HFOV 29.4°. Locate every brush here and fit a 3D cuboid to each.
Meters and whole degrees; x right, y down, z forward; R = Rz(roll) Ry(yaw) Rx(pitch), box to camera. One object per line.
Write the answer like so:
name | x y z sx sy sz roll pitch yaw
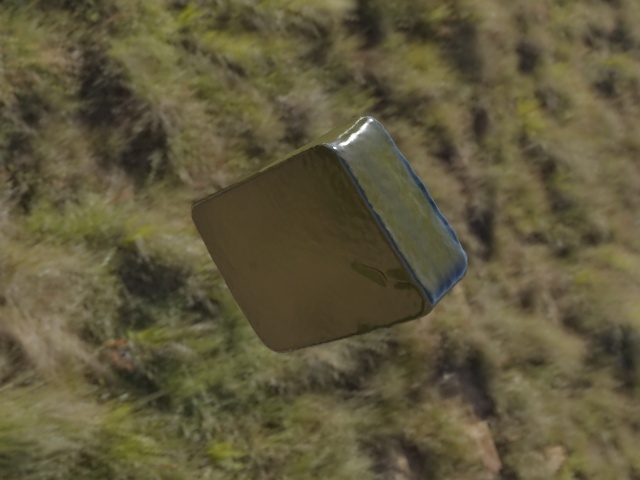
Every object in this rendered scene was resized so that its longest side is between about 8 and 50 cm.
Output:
brush | 0.000 0.000 0.793 0.059 0.197 0.123 -37 100 -33
